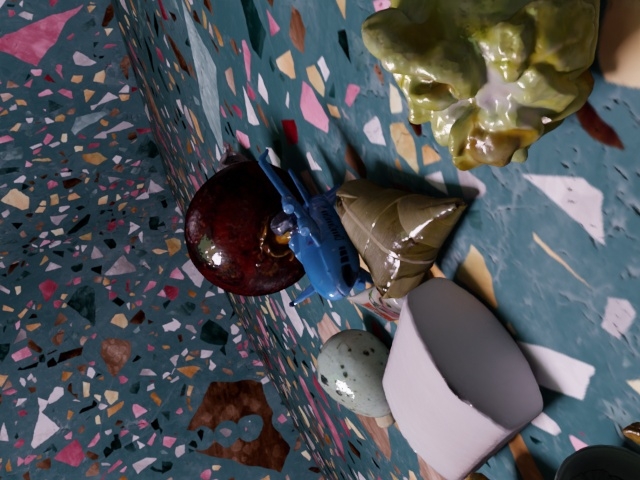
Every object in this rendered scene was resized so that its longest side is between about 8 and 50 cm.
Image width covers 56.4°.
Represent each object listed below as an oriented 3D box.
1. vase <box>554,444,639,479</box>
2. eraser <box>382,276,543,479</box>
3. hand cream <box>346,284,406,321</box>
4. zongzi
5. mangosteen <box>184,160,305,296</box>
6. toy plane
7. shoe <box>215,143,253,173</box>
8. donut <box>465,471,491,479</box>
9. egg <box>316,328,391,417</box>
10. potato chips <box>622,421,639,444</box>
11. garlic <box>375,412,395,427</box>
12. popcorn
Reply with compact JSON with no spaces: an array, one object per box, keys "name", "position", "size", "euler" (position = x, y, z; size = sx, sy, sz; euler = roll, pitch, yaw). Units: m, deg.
[{"name":"vase","position":[0.258,0.286,0.558],"size":[0.096,0.096,0.219],"euler":[49,161,43]},{"name":"eraser","position":[0.153,0.180,0.719],"size":[0.174,0.094,0.270],"euler":[56,161,28]},{"name":"hand cream","position":[0.095,0.084,0.833],"size":[0.080,0.050,0.234],"euler":[30,163,-2]},{"name":"zongzi","position":[0.081,-0.040,0.662],"size":[0.160,0.078,0.176],"euler":[56,152,27]},{"name":"mangosteen","position":[-0.096,-0.014,0.993],"size":[0.261,0.235,0.236],"euler":[5,120,55]},{"name":"toy plane","position":[0.000,0.000,0.790],"size":[0.254,0.105,0.271],"euler":[47,-159,-25]},{"name":"shoe","position":[-0.167,-0.134,1.291],"size":[0.180,0.089,0.092],"euler":[49,146,37]},{"name":"donut","position":[0.209,0.365,0.688],"size":[0.190,0.074,0.174],"euler":[42,-162,-27]},{"name":"egg","position":[0.064,0.223,0.992],"size":[0.164,0.131,0.131],"euler":[49,158,47]},{"name":"potato chips","position":[0.299,0.213,0.424],"size":[0.204,0.037,0.026],"euler":[55,172,13]},{"name":"garlic","position":[0.121,0.334,1.153],"size":[0.083,0.041,0.053],"euler":[80,164,-62]},{"name":"popcorn","position":[0.106,-0.128,0.378],"size":[0.141,0.162,0.136],"euler":[123,159,-46]}]
